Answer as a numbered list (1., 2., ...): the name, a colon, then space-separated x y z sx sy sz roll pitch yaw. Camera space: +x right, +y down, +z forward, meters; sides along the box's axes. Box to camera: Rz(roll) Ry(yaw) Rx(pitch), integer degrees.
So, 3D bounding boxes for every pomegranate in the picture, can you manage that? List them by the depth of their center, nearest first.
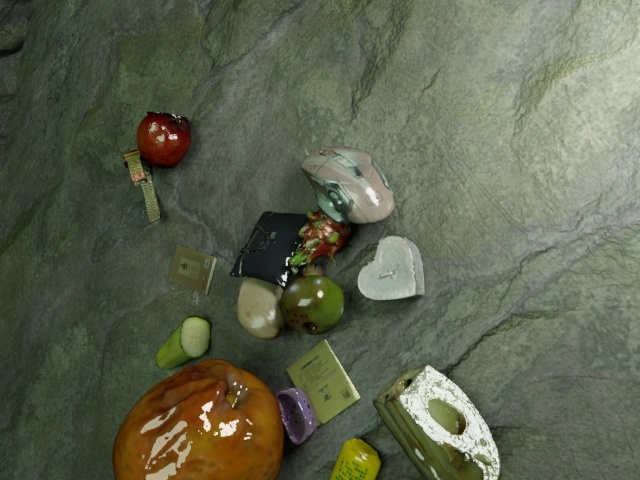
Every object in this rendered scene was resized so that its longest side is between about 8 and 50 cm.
1. pomegranate: -0.011 0.160 1.236 0.179 0.179 0.210 12 60 31

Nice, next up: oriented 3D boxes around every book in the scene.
1. book: 0.004 0.409 1.274 0.168 0.013 0.192 -42 65 20
2. book: -0.459 0.103 1.586 0.199 0.016 0.138 15 92 31

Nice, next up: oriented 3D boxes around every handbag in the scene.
1. handbag: -0.143 0.018 1.339 0.211 0.088 0.254 8 61 30

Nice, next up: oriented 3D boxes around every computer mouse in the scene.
1. computer mouse: 0.061 -0.185 1.210 0.200 0.114 0.389 -26 51 -19

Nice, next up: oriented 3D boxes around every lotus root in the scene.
1. lotus root: 0.284 0.448 1.043 0.314 0.142 0.210 51 147 21

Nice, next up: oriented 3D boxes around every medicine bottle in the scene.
1. medicine bottle: 0.062 0.682 1.170 0.111 0.076 0.308 24 96 33

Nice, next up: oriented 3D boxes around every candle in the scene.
1. candle: 0.199 0.090 1.165 0.168 0.068 0.192 44 108 31

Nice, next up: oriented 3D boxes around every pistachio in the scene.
1. pistachio: -0.172 0.194 1.319 0.137 0.153 0.237 -59 30 33

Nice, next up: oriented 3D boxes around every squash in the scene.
1. squash: -0.494 0.389 1.515 0.287 0.137 0.137 -42 65 24

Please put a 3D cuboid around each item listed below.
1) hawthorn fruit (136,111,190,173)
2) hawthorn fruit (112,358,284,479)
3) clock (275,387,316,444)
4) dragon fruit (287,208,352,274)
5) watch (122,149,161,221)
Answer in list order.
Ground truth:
1. hawthorn fruit: -0.582 -0.356 1.625 0.189 0.190 0.251 43 113 27
2. hawthorn fruit: -0.319 0.545 1.202 0.472 0.472 0.471 -4 82 30
3. clock: -0.063 0.493 1.270 0.110 0.050 0.152 -42 66 35
4. dragon fruit: 0.004 0.002 1.234 0.137 0.135 0.235 20 67 34
5. watch: -0.665 -0.217 1.663 0.102 0.164 0.268 -20 60 -10
